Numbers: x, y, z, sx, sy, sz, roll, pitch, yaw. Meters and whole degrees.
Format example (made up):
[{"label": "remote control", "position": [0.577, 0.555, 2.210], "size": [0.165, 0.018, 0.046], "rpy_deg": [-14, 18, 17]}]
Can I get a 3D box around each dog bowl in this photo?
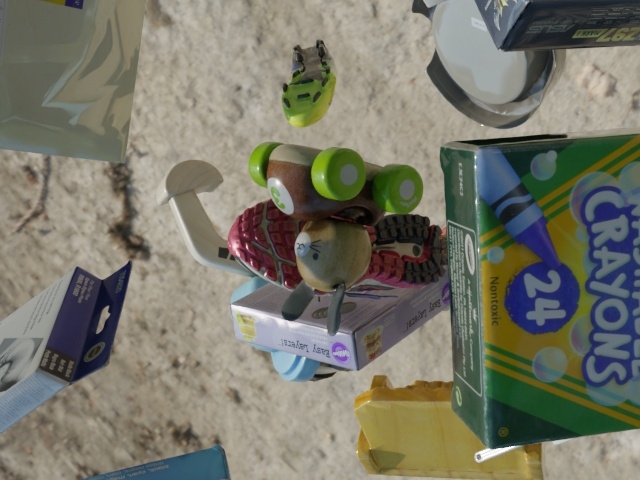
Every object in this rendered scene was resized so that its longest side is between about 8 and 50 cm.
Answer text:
[{"label": "dog bowl", "position": [0.339, -0.399, 1.749], "size": [0.348, 0.102, 0.349], "rpy_deg": [41, 153, 26]}]

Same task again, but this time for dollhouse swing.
[{"label": "dollhouse swing", "position": [0.249, 0.296, 1.689], "size": [0.346, 0.315, 0.305], "rpy_deg": [-2, 126, 17]}]

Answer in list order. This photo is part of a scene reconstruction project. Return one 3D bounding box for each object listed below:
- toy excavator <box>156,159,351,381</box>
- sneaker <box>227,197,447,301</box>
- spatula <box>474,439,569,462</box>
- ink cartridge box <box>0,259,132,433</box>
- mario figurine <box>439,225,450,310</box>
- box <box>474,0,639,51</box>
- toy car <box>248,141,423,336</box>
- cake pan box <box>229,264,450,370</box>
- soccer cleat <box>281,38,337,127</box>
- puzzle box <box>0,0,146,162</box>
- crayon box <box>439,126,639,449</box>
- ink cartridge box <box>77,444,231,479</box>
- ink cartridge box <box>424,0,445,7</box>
[{"label": "toy excavator", "position": [-0.124, 0.069, 1.815], "size": [0.222, 0.445, 0.433], "rpy_deg": [150, 125, -61]}, {"label": "sneaker", "position": [0.017, 0.022, 1.075], "size": [0.112, 0.299, 0.121], "rpy_deg": [-19, 67, 51]}, {"label": "spatula", "position": [0.296, 0.229, 1.290], "size": [0.242, 0.019, 0.168], "rpy_deg": [-38, 58, 47]}, {"label": "ink cartridge box", "position": [-0.334, 0.124, 1.042], "size": [0.224, 0.223, 0.045], "rpy_deg": [-33, 116, 13]}, {"label": "mario figurine", "position": [0.321, 0.039, 1.927], "size": [0.198, 0.320, 0.170], "rpy_deg": [-29, 85, 26]}, {"label": "box", "position": [0.219, -0.240, 0.691], "size": [0.059, 0.232, 0.183], "rpy_deg": [115, 143, -57]}, {"label": "toy car", "position": [0.000, 0.000, 0.923], "size": [0.155, 0.148, 0.189], "rpy_deg": [13, 92, 55]}, {"label": "cake pan box", "position": [0.039, 0.091, 1.321], "size": [0.245, 0.267, 0.070], "rpy_deg": [10, 116, 38]}, {"label": "soccer cleat", "position": [-0.008, -0.251, 1.513], "size": [0.093, 0.289, 0.121], "rpy_deg": [-11, 121, 9]}, {"label": "puzzle box", "position": [-0.425, -0.342, 1.415], "size": [0.052, 0.272, 0.409], "rpy_deg": [20, 103, 58]}, {"label": "crayon box", "position": [0.255, 0.020, 0.620], "size": [0.083, 0.322, 0.203], "rpy_deg": [-138, 43, -77]}, {"label": "ink cartridge box", "position": [-0.125, 0.304, 0.651], "size": [0.233, 0.168, 0.171], "rpy_deg": [-123, 23, -67]}, {"label": "ink cartridge box", "position": [0.212, -0.528, 1.524], "size": [0.148, 0.086, 0.203], "rpy_deg": [-16, 136, 29]}]
